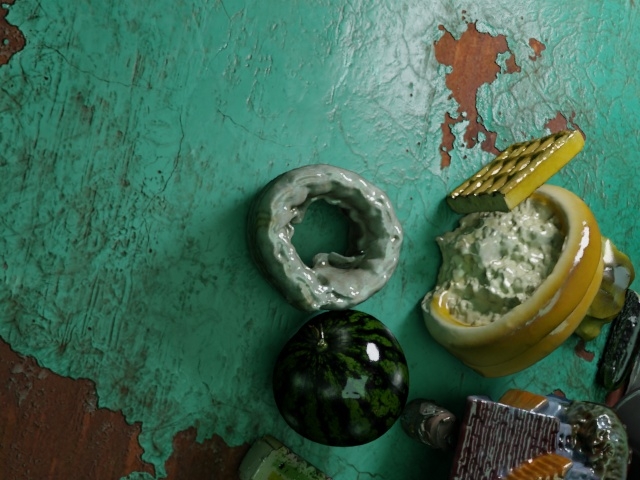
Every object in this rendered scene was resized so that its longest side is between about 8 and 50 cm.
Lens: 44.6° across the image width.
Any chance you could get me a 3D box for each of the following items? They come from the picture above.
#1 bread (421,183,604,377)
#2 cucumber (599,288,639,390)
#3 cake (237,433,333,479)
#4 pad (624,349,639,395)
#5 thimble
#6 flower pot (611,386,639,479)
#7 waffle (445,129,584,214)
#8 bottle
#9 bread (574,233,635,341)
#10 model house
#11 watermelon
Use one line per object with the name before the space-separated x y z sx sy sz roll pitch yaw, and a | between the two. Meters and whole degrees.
bread | 0.406 0.083 1.655 0.424 0.329 0.245 -54 145 -12
cucumber | 0.706 0.235 1.810 0.074 0.074 0.241 22 86 -17
cake | -0.067 0.482 1.572 0.225 0.090 0.109 44 74 -32
pad | 0.825 0.357 1.838 0.233 0.022 0.174 17 91 -11
thimble | 0.000 0.000 1.515 0.292 0.195 0.291 0 90 -16
flower pot | 0.785 0.476 1.754 0.269 0.166 0.268 -2 106 -7
waffle | 0.399 -0.137 1.618 0.221 0.248 0.055 -37 100 -14
bottle | 0.234 0.380 1.611 0.099 0.152 0.098 0 89 -16
bread | 0.633 0.108 1.779 0.161 0.088 0.233 36 78 -12
model house | 0.380 0.463 1.546 0.339 0.297 0.360 17 86 -33
watermelon | 0.041 0.268 1.503 0.269 0.269 0.268 0 90 -18
